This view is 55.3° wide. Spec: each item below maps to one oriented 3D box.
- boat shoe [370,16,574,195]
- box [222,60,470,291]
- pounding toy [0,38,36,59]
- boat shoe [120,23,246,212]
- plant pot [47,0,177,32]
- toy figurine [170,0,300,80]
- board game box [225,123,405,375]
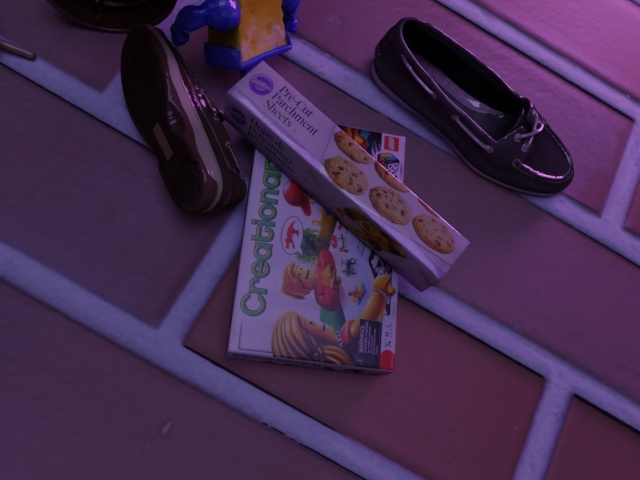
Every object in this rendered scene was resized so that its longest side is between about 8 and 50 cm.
[{"bbox_3d":[0.217,-0.178,0.834,0.335,0.095,0.112,35,68,0],"label":"boat shoe"},{"bbox_3d":[0.026,-0.072,0.714,0.324,0.063,0.067,42,67,3],"label":"box"},{"bbox_3d":[-0.443,-0.258,0.716,0.141,0.100,0.130,-36,69,-23],"label":"pounding toy"},{"bbox_3d":[-0.165,-0.147,0.752,0.095,0.095,0.258,-5,68,-50],"label":"boat shoe"},{"bbox_3d":[-0.261,-0.380,0.759,0.166,0.167,0.165,0,66,-13],"label":"plant pot"},{"bbox_3d":[-0.083,-0.267,0.725,0.191,0.217,0.362,24,42,23],"label":"toy figurine"},{"bbox_3d":[0.000,0.000,0.749,0.192,0.053,0.305,8,71,-10],"label":"board game box"}]
